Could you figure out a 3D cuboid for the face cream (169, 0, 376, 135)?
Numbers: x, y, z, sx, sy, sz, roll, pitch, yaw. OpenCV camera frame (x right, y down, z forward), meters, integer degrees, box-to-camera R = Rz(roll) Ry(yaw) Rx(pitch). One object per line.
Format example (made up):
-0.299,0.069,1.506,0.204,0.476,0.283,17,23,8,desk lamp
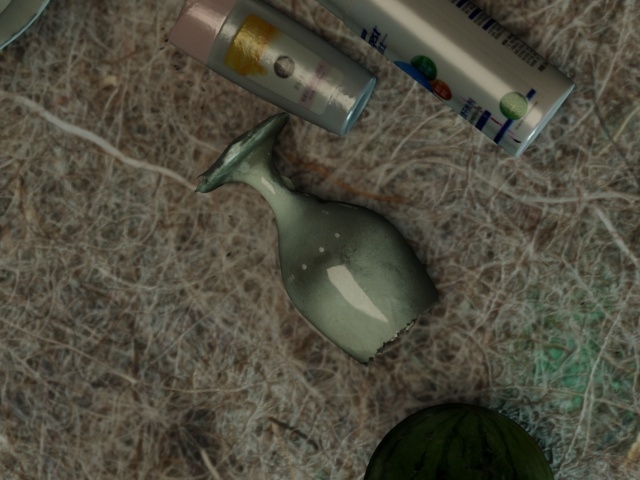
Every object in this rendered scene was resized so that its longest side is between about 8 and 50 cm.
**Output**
-0.046,-0.177,1.871,0.198,0.057,0.084,30,106,7,face cream

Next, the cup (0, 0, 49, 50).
-0.410,-0.276,1.853,0.347,0.163,0.347,3,70,-9,cup

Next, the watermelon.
0.129,0.262,1.840,0.188,0.188,0.215,9,96,13,watermelon

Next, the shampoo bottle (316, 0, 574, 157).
0.091,-0.203,1.811,0.303,0.092,0.092,38,107,4,shampoo bottle

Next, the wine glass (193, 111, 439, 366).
0.000,0.000,1.859,0.126,0.126,0.241,-42,87,18,wine glass
